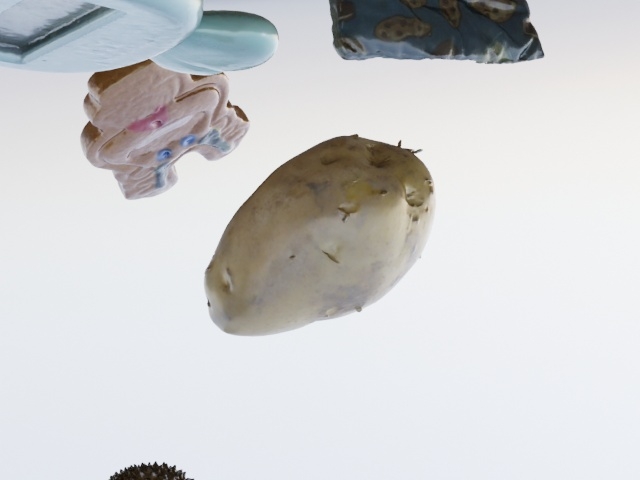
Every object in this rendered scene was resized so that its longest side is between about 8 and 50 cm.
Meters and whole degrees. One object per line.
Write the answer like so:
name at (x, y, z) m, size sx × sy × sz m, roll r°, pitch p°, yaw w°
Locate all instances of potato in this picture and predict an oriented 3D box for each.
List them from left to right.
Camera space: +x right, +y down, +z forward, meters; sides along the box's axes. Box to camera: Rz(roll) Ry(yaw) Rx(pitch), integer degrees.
potato at (-0.002, -0.004, 1.264) m, size 0.234 × 0.161 × 0.128 m, roll -17°, pitch -166°, yaw -2°

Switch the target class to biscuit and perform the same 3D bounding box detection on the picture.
biscuit at (-0.198, -0.143, 1.724) m, size 0.202 × 0.047 × 0.334 m, roll -30°, pitch 160°, yaw -1°

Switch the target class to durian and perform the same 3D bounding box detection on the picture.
durian at (-0.153, 0.274, 1.389) m, size 0.110 × 0.140 × 0.071 m, roll -43°, pitch 173°, yaw -49°

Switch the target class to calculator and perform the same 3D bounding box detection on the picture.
calculator at (-0.157, -0.113, 0.598) m, size 0.295 × 0.042 × 0.184 m, roll 7°, pitch 173°, yaw -31°

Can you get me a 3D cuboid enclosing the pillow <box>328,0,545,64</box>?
pillow at (0.072, -0.255, 1.055) m, size 0.188 × 0.256 × 0.034 m, roll -4°, pitch 166°, yaw -30°
